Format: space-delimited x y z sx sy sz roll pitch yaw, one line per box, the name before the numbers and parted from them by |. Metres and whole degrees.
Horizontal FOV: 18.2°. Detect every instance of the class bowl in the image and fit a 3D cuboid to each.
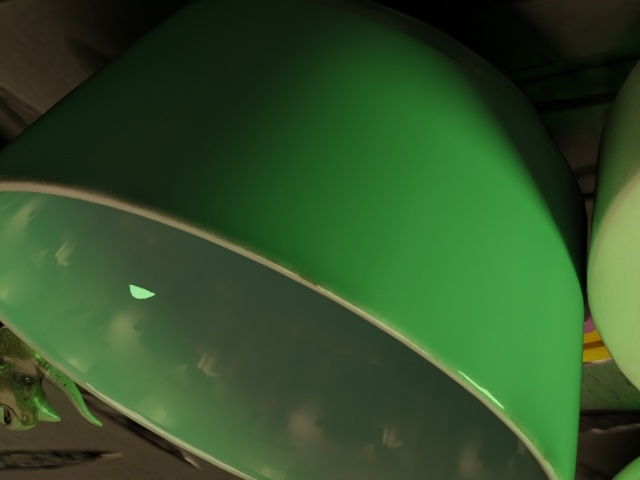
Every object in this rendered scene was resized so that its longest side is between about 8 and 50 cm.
bowl | 0.000 0.000 0.928 0.311 0.163 0.311 23 157 10

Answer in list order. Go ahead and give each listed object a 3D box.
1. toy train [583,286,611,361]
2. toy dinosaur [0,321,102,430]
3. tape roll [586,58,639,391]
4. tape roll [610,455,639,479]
toy train | 0.124 0.021 1.070 0.166 0.046 0.125 2 149 18
toy dinosaur | -0.224 -0.008 1.155 0.160 0.121 0.313 -1 146 6
tape roll | 0.310 0.006 0.857 0.392 0.072 0.392 7 147 5
tape roll | 0.258 0.255 1.222 0.246 0.246 0.169 13 153 5
